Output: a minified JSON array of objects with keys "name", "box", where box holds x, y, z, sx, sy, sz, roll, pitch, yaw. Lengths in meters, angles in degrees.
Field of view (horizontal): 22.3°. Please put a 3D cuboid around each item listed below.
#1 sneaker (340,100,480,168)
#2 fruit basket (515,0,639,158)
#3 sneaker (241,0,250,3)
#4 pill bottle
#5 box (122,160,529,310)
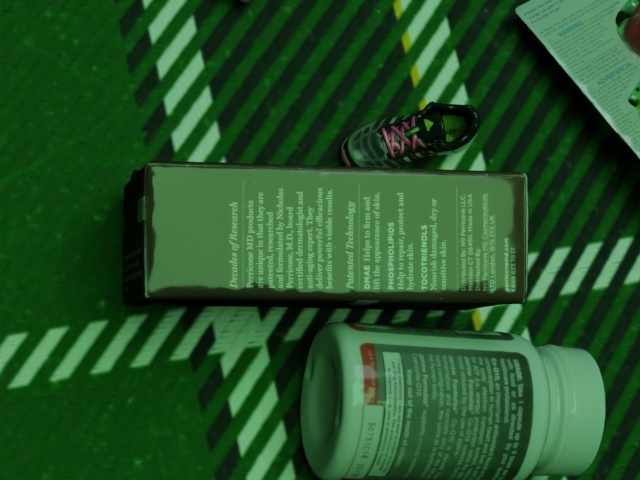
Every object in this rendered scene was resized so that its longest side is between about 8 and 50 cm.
[{"name":"sneaker","box":[0.104,-0.118,1.792,0.170,0.075,0.063,-13,78,-21]},{"name":"fruit basket","box":[0.449,-0.201,1.913,0.327,0.165,0.353,-32,70,-24]},{"name":"sneaker","box":[-0.079,-0.422,1.808,0.147,0.104,0.295,28,71,-14]},{"name":"pill bottle","box":[0.135,0.171,1.667,0.283,0.161,0.161,5,72,-17]},{"name":"box","box":[0.000,0.000,1.633,0.382,0.191,0.143,3,85,-12]}]
